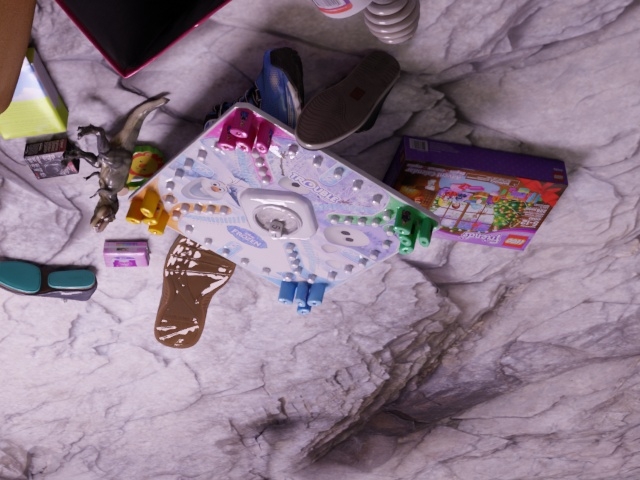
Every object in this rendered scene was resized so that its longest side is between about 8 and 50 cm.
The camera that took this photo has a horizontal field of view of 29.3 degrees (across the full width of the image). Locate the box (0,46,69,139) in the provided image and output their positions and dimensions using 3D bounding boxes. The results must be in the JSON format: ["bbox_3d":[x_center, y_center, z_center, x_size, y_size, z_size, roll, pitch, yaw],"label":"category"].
[{"bbox_3d":[-0.473,-0.233,1.902,0.109,0.042,0.178,-7,143,7],"label":"box"}]

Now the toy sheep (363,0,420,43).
[{"bbox_3d":[0.100,-0.331,1.741,0.091,0.091,0.132,-13,142,16],"label":"toy sheep"}]

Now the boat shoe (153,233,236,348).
[{"bbox_3d":[-0.233,0.051,2.247,0.121,0.110,0.341,17,130,-13],"label":"boat shoe"}]

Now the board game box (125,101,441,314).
[{"bbox_3d":[-0.071,-0.032,1.987,0.390,0.050,0.390,30,145,-22],"label":"board game box"}]

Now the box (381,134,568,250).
[{"bbox_3d":[0.253,-0.077,2.119,0.293,0.057,0.201,8,144,-12],"label":"box"}]

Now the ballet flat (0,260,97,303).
[{"bbox_3d":[-0.526,0.085,2.321,0.203,0.074,0.074,5,144,-11],"label":"ballet flat"}]

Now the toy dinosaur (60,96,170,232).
[{"bbox_3d":[-0.349,-0.140,1.990,0.118,0.064,0.268,15,121,-24],"label":"toy dinosaur"}]

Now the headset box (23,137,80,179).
[{"bbox_3d":[-0.444,-0.137,2.045,0.083,0.032,0.062,-9,143,10],"label":"headset box"}]

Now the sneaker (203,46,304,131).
[{"bbox_3d":[-0.107,-0.174,1.920,0.147,0.130,0.330,5,144,-12],"label":"sneaker"}]

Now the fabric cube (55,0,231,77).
[{"bbox_3d":[-0.181,-0.398,1.434,0.259,0.258,0.254,-29,110,33],"label":"fabric cube"}]

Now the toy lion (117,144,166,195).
[{"bbox_3d":[-0.308,-0.122,2.074,0.096,0.034,0.100,-8,144,-3],"label":"toy lion"}]

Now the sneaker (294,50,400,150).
[{"bbox_3d":[0.038,-0.182,1.856,0.083,0.222,0.118,39,148,14],"label":"sneaker"}]

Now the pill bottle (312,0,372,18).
[{"bbox_3d":[-0.004,-0.396,1.632,0.108,0.108,0.193,-20,140,24],"label":"pill bottle"}]

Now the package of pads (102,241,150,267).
[{"bbox_3d":[-0.360,0.026,2.272,0.083,0.032,0.050,-1,143,0],"label":"package of pads"}]

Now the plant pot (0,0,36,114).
[{"bbox_3d":[-0.476,-0.330,1.644,0.237,0.237,0.254,21,125,-27],"label":"plant pot"}]
